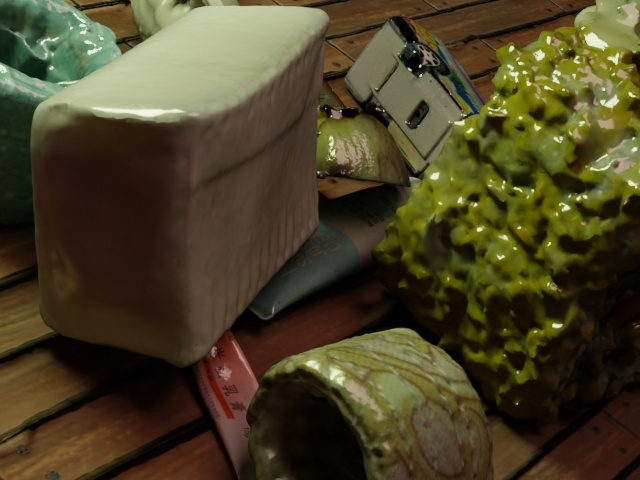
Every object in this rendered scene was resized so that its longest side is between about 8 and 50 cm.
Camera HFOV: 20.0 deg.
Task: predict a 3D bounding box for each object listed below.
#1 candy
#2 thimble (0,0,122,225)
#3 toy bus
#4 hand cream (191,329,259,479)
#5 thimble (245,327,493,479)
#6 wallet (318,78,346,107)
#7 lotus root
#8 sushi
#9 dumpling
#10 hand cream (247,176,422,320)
[{"bbox_3d":[-0.103,-0.061,1.466,0.145,0.208,0.359,10,23,14],"label":"candy"},{"bbox_3d":[-0.265,-0.118,1.527,0.198,0.143,0.235,41,29,19],"label":"thimble"},{"bbox_3d":[0.147,-0.115,1.990,0.138,0.112,0.317,22,26,-39],"label":"toy bus"},{"bbox_3d":[-0.073,0.118,1.432,0.052,0.038,0.216,-13,46,-17],"label":"hand cream"},{"bbox_3d":[0.043,0.164,1.347,0.143,0.137,0.190,-7,69,-52],"label":"thimble"},{"bbox_3d":[-0.036,-0.158,1.955,0.137,0.031,0.255,7,34,-39],"label":"wallet"},{"bbox_3d":[-0.009,-0.098,1.727,0.183,0.078,0.203,4,6,-24],"label":"lotus root"},{"bbox_3d":[0.274,-0.039,1.693,0.240,0.351,0.396,43,31,25],"label":"sushi"},{"bbox_3d":[-0.141,-0.235,1.875,0.199,0.118,0.136,32,-19,31],"label":"dumpling"},{"bbox_3d":[0.000,0.000,1.676,0.111,0.070,0.312,34,29,23],"label":"hand cream"}]
